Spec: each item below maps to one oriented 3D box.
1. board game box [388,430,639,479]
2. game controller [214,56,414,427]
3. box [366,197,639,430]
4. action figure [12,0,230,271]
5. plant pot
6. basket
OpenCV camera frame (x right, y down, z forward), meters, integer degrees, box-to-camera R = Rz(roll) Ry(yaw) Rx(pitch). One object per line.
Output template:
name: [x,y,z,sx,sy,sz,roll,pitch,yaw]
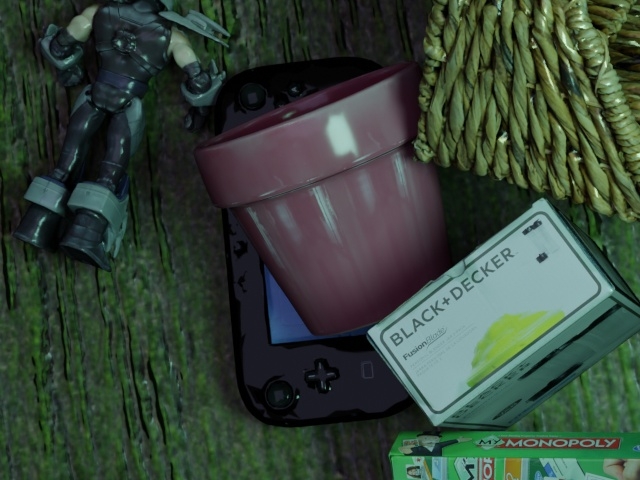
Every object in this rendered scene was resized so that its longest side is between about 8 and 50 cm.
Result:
board game box: [0.177,0.302,1.488,0.213,0.046,0.317,-1,111,16]
game controller: [0.000,0.000,1.634,0.166,0.067,0.319,-8,82,14]
box: [0.156,0.067,1.466,0.169,0.290,0.087,-37,75,7]
action figure: [-0.187,-0.121,1.688,0.185,0.099,0.285,19,85,24]
plant pot: [0.019,-0.028,1.529,0.201,0.201,0.180,-19,98,12]
basket: [0.229,-0.178,1.451,0.223,0.299,0.213,18,127,18]
